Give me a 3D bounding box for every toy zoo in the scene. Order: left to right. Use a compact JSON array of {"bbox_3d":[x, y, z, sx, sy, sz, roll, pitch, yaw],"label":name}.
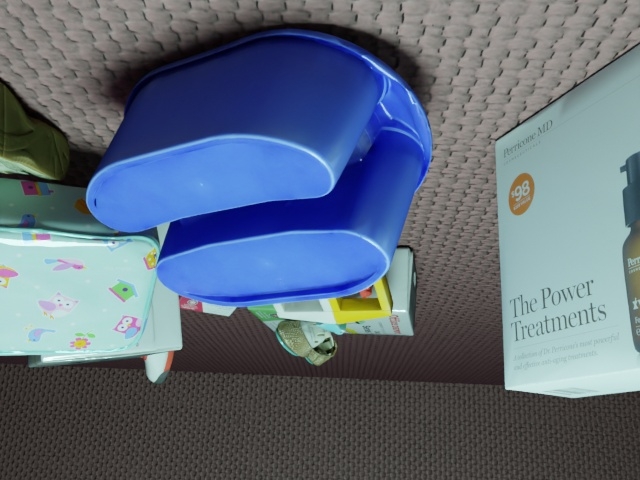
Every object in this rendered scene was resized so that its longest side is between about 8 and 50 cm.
[{"bbox_3d":[-0.002,0.043,1.058,0.192,0.030,0.293,-4,135,18],"label":"toy zoo"}]

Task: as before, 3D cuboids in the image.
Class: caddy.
[{"bbox_3d":[-0.060,-0.072,0.698,0.341,0.179,0.241,-8,135,30],"label":"caddy"}]

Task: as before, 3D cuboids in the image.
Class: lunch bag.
[{"bbox_3d":[-0.345,0.042,0.843,0.279,0.108,0.224,5,128,-21],"label":"lunch bag"}]

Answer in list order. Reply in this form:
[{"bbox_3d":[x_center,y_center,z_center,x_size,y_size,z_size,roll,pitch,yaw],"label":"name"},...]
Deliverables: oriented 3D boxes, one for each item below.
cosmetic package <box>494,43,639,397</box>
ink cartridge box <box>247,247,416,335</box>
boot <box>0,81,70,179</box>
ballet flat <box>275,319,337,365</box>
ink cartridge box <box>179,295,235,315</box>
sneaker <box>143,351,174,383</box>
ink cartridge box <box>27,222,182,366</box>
[{"bbox_3d":[0.301,-0.025,0.604,0.097,0.284,0.377,11,159,-19],"label":"cosmetic package"},{"bbox_3d":[0.031,0.095,1.262,0.278,0.117,0.201,0,161,10],"label":"ink cartridge box"},{"bbox_3d":[-0.397,-0.117,0.756,0.165,0.077,0.213,1,166,11],"label":"boot"},{"bbox_3d":[-0.018,0.173,1.242,0.067,0.073,0.206,-27,159,7],"label":"ballet flat"},{"bbox_3d":[-0.166,0.052,1.157,0.109,0.063,0.150,14,132,-34],"label":"ink cartridge box"},{"bbox_3d":[-0.352,0.159,1.341,0.145,0.270,0.090,3,-153,-25],"label":"sneaker"},{"bbox_3d":[-0.350,0.089,1.093,0.197,0.198,0.270,-2,170,-27],"label":"ink cartridge box"}]
